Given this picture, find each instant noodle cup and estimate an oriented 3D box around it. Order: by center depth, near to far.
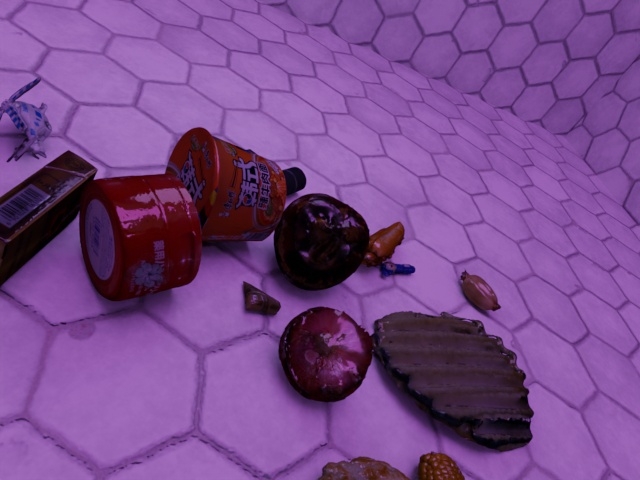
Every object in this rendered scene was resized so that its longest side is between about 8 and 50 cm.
[{"bbox_3d":[-0.209,-0.102,1.050,0.192,0.250,0.250,10,42,-41],"label":"instant noodle cup"}]

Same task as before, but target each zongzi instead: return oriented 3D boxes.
[{"bbox_3d":[-0.127,0.122,1.019,0.076,0.040,0.083,19,22,-28],"label":"zongzi"}]

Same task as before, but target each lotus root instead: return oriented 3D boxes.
[{"bbox_3d":[0.454,0.147,1.368,0.073,0.062,0.150,-27,62,-23],"label":"lotus root"}]

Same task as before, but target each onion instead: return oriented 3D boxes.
[{"bbox_3d":[0.013,0.219,0.924,0.184,0.184,0.147,43,-3,14],"label":"onion"}]

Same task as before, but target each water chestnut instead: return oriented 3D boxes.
[{"bbox_3d":[0.000,0.000,1.079,0.224,0.238,0.223,1,87,-10],"label":"water chestnut"}]

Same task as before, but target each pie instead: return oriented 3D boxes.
[{"bbox_3d":[0.073,0.447,0.752,0.248,0.089,0.201,16,30,-21],"label":"pie"}]

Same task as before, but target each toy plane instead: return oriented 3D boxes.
[{"bbox_3d":[-0.591,-0.237,0.984,0.273,0.181,0.107,22,-12,39],"label":"toy plane"}]

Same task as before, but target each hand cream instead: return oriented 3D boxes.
[{"bbox_3d":[-0.331,-0.009,0.861,0.150,0.230,0.230,-9,54,-40],"label":"hand cream"}]

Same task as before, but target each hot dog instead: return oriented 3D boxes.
[{"bbox_3d":[0.165,0.016,1.287,0.249,0.102,0.076,-31,99,-58],"label":"hot dog"}]

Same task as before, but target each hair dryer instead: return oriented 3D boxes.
[{"bbox_3d":[-0.154,-0.199,1.328,0.219,0.071,0.124,40,38,20],"label":"hair dryer"}]

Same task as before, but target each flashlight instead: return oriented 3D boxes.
[{"bbox_3d":[0.211,0.075,1.297,0.121,0.035,0.057,4,42,-31],"label":"flashlight"}]

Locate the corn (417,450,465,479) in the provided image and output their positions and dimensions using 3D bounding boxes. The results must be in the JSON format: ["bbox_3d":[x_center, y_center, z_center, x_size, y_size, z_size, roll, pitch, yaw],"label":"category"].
[{"bbox_3d":[0.237,0.506,0.792,0.102,0.101,0.312,17,39,-20],"label":"corn"}]

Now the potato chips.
[{"bbox_3d":[0.317,0.304,1.101,0.430,0.070,0.358,11,40,-27],"label":"potato chips"}]

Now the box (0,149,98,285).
[{"bbox_3d":[-0.503,-0.037,0.826,0.071,0.159,0.240,33,36,-11],"label":"box"}]
